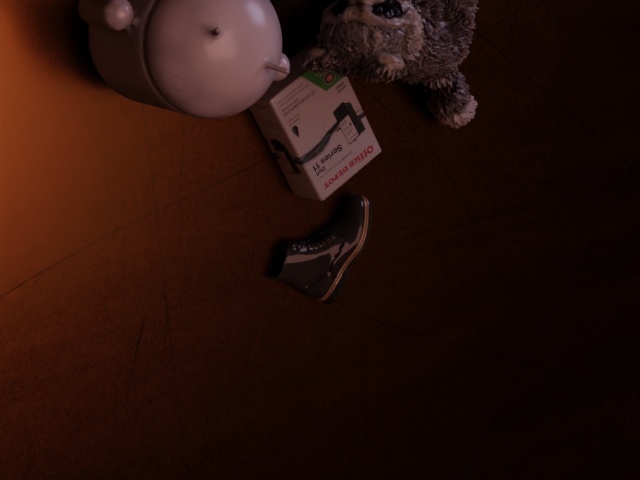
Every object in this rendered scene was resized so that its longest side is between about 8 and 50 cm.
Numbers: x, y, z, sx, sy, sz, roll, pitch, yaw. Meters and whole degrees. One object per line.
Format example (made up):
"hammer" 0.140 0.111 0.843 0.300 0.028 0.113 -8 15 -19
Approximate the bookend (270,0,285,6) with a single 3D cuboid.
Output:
"bookend" -0.063 -0.435 1.903 0.157 0.072 0.156 4 101 -38

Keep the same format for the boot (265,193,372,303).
"boot" 0.000 0.000 2.070 0.137 0.077 0.198 21 88 -33

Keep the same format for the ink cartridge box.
"ink cartridge box" -0.010 -0.192 1.997 0.153 0.087 0.208 -41 123 -21

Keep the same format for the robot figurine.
"robot figurine" -0.188 -0.278 1.674 0.300 0.353 0.200 9 97 -39

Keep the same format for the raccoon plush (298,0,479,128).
"raccoon plush" 0.151 -0.270 1.952 0.446 0.216 0.299 51 48 -34
